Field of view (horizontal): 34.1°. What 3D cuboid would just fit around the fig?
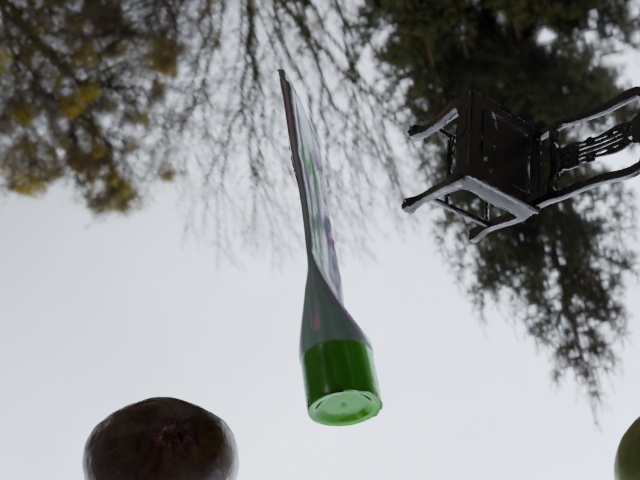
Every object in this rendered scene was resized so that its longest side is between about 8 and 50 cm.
[{"bbox_3d":[-0.122,0.176,0.768,0.109,0.154,0.103,32,-126,7],"label":"fig"}]

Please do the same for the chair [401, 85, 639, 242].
[{"bbox_3d":[0.198,-0.091,1.016,0.229,0.113,0.106,-29,-134,46],"label":"chair"}]

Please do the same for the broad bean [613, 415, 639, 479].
[{"bbox_3d":[0.356,0.220,0.986,0.082,0.174,0.124,12,-110,56],"label":"broad bean"}]

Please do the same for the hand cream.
[{"bbox_3d":[-0.001,0.000,0.743,0.050,0.079,0.275,1,-128,-13],"label":"hand cream"}]
